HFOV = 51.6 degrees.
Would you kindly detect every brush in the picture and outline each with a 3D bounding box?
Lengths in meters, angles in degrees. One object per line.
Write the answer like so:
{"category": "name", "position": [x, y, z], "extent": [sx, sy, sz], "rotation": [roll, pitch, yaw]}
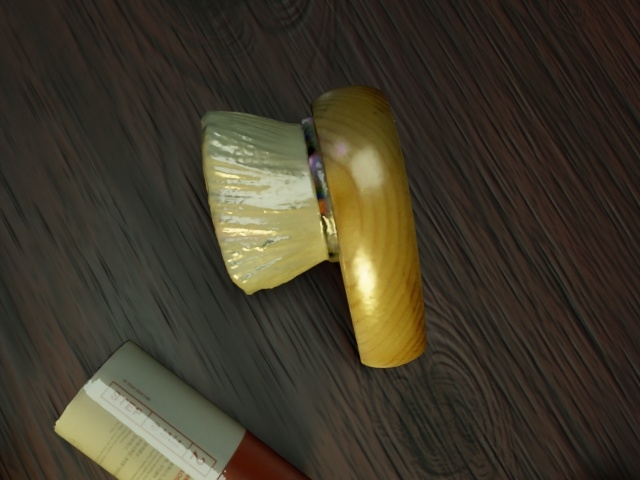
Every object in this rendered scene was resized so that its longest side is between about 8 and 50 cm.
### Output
{"category": "brush", "position": [0.000, 0.000, 0.605], "extent": [0.166, 0.174, 0.267], "rotation": [-13, 97, 0]}

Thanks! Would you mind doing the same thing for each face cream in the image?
{"category": "face cream", "position": [-0.111, 0.188, 0.569], "extent": [0.214, 0.096, 0.096], "rotation": [38, 74, -1]}
